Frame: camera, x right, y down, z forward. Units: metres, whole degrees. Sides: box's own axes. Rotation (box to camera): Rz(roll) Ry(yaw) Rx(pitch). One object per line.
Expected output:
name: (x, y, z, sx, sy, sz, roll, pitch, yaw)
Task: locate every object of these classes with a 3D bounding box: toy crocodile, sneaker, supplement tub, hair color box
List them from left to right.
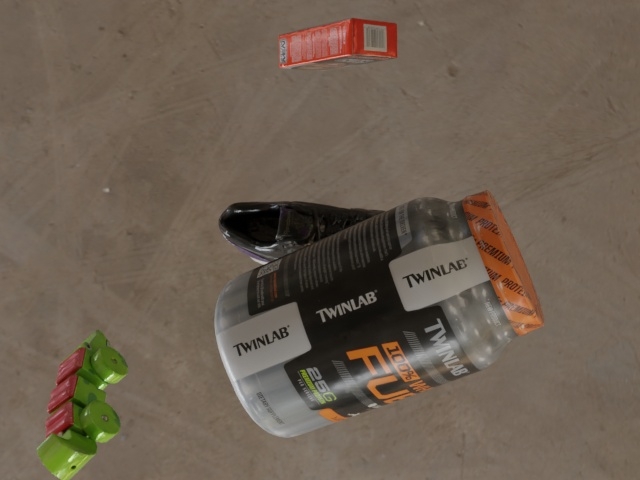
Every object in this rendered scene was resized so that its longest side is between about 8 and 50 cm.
toy crocodile: (-0.398, 0.261, 1.330, 0.115, 0.341, 0.105, -38, 119, 15)
sneaker: (0.000, 0.000, 1.057, 0.283, 0.124, 0.107, 3, 80, 22)
hair color box: (0.019, -0.231, 0.962, 0.141, 0.072, 0.043, 7, 100, 52)
supplement tub: (0.063, 0.076, 0.872, 0.315, 0.193, 0.194, -24, 88, 17)
